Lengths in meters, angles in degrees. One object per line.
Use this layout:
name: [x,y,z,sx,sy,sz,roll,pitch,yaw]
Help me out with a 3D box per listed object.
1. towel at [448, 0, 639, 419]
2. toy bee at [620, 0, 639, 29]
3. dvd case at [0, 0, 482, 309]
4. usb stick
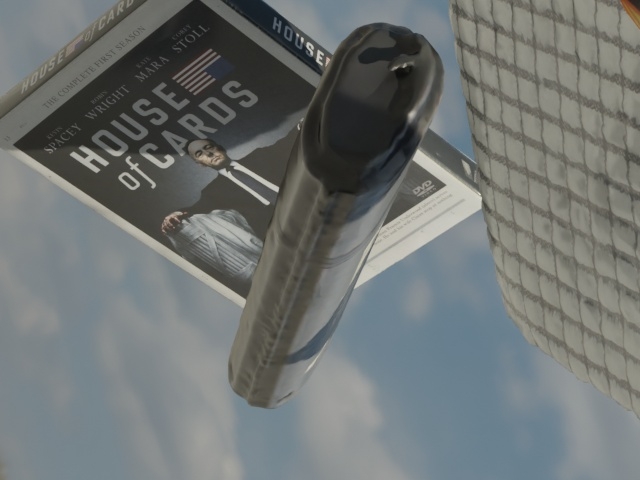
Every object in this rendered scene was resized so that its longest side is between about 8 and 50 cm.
towel: [0.172,-0.044,0.843,0.284,0.121,0.235,33,-42,58]
toy bee: [0.143,-0.117,0.598,0.195,0.298,0.162,-101,167,-65]
dvd case: [-0.046,-0.049,1.107,0.179,0.239,0.029,-33,-144,34]
usb stick: [0.000,0.000,0.808,0.278,0.045,0.077,112,1,-65]
